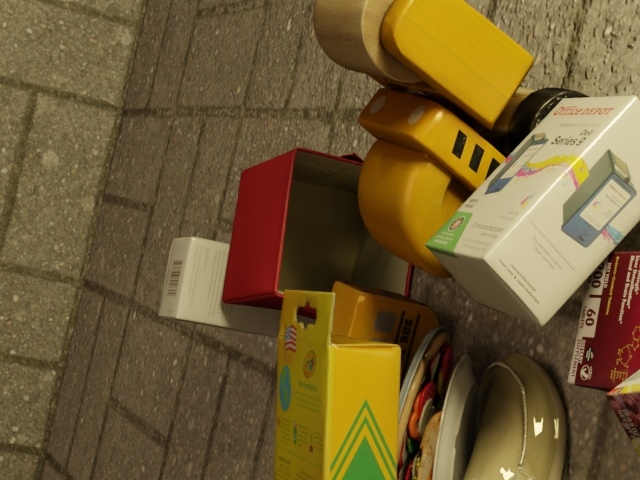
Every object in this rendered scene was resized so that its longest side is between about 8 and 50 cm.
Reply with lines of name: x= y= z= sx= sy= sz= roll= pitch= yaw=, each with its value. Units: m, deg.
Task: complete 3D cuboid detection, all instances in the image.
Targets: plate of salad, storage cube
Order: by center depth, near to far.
plate of salad: x=0.130 y=0.216 z=1.445 sx=0.200 sy=0.048 sz=0.199 roll=6 pitch=-90 yaw=-74
storage cube: x=0.000 y=0.000 z=1.793 sx=0.193 sy=0.184 sz=0.215 roll=165 pitch=114 yaw=-65

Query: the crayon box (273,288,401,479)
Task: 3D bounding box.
crayon box: x=0.013 y=0.212 z=1.467 sx=0.202 sy=0.081 sz=0.318 roll=180 pitch=92 yaw=-73

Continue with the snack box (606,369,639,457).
snack box: x=0.332 y=0.164 z=1.016 sx=0.174 sy=0.070 sz=0.207 roll=61 pitch=151 yaw=-3

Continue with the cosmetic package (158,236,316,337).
cosmetic package: x=-0.095 y=0.071 z=1.904 sx=0.085 sy=0.231 sz=0.117 roll=-1 pitch=77 yaw=65

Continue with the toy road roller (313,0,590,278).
toy road roller: x=0.110 y=-0.113 z=1.441 sx=0.240 sy=0.329 sz=0.202 roll=-55 pitch=25 yaw=-4

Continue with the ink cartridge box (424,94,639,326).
ink cartridge box: x=0.221 y=-0.034 z=1.306 sx=0.212 sy=0.093 sz=0.154 roll=-45 pitch=15 yaw=-8

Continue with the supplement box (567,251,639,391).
supplement box: x=0.319 y=0.077 z=1.190 sx=0.239 sy=0.073 sz=0.130 roll=-2 pitch=76 yaw=64

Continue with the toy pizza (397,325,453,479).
toy pizza: x=0.115 y=0.192 z=1.513 sx=0.201 sy=0.032 sz=0.201 roll=16 pitch=-90 yaw=-73

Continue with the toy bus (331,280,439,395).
toy bus: x=0.048 y=0.225 z=1.640 sx=0.108 sy=0.130 sz=0.332 roll=21 pitch=97 yaw=66

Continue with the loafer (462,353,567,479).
loafer: x=0.185 y=0.236 z=1.380 sx=0.102 sy=0.092 sz=0.268 roll=-41 pitch=43 yaw=53
